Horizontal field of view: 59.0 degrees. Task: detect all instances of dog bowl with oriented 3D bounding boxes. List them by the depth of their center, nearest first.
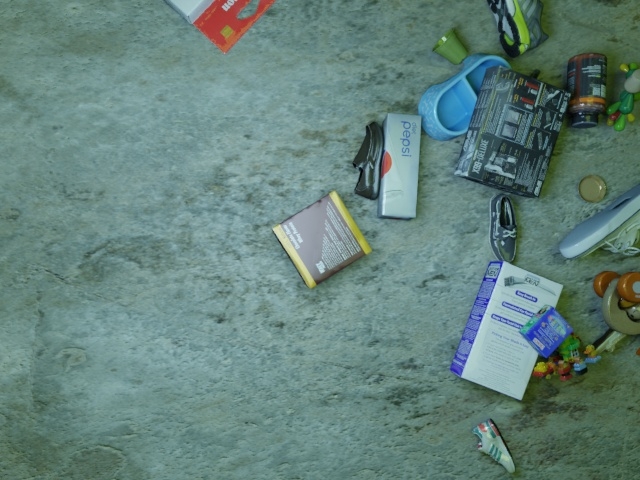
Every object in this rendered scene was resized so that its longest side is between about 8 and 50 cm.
[{"bbox_3d":[0.415,-0.404,1.587,0.297,0.074,0.166,-39,107,-4],"label":"dog bowl"}]

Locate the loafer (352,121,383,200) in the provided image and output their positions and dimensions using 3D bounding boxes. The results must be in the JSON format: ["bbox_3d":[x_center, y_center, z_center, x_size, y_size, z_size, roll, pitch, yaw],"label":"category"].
[{"bbox_3d":[0.129,-0.224,1.576,0.078,0.080,0.220,3,88,-5],"label":"loafer"}]

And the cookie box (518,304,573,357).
[{"bbox_3d":[0.600,0.241,1.509,0.107,0.040,0.092,-43,94,-6],"label":"cookie box"}]

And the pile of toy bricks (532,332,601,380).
[{"bbox_3d":[0.675,0.302,1.548,0.212,0.118,0.105,-14,89,-31],"label":"pile of toy bricks"}]

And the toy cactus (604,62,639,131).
[{"bbox_3d":[0.864,-0.426,1.598,0.112,0.180,0.219,26,81,17],"label":"toy cactus"}]

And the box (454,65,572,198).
[{"bbox_3d":[0.530,-0.292,1.560,0.242,0.076,0.307,13,97,-17],"label":"box"}]

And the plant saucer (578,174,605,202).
[{"bbox_3d":[0.789,-0.150,1.654,0.083,0.015,0.083,0,87,-4],"label":"plant saucer"}]

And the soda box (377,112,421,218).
[{"bbox_3d":[0.217,-0.202,1.576,0.098,0.091,0.286,4,87,-4],"label":"soda box"}]

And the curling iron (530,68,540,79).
[{"bbox_3d":[0.570,-0.369,1.638,0.068,0.035,0.274,24,87,-7],"label":"curling iron"}]

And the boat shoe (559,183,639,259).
[{"bbox_3d":[0.852,-0.019,1.606,0.367,0.136,0.156,-33,93,-15],"label":"boat shoe"}]

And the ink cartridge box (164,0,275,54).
[{"bbox_3d":[-0.268,-0.719,1.575,0.261,0.066,0.296,42,86,-1],"label":"ink cartridge box"}]

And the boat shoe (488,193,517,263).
[{"bbox_3d":[0.521,-0.032,1.605,0.075,0.065,0.206,-6,88,-5],"label":"boat shoe"}]

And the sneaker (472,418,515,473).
[{"bbox_3d":[0.484,0.584,1.589,0.075,0.057,0.161,-27,91,12],"label":"sneaker"}]

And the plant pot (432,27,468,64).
[{"bbox_3d":[0.375,-0.545,1.615,0.079,0.083,0.083,40,85,-14],"label":"plant pot"}]

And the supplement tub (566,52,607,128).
[{"bbox_3d":[0.759,-0.425,1.619,0.106,0.106,0.198,4,88,-4],"label":"supplement tub"}]

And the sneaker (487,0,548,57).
[{"bbox_3d":[0.564,-0.682,1.626,0.121,0.111,0.300,-16,94,-15],"label":"sneaker"}]

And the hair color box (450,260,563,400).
[{"bbox_3d":[0.513,0.244,1.572,0.185,0.110,0.339,22,88,-5],"label":"hair color box"}]

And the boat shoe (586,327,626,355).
[{"bbox_3d":[0.823,0.296,1.621,0.135,0.050,0.045,-40,86,-5],"label":"boat shoe"}]

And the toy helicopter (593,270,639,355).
[{"bbox_3d":[0.966,0.186,1.597,0.355,0.140,0.235,-8,89,-8],"label":"toy helicopter"}]

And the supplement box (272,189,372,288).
[{"bbox_3d":[0.000,0.000,1.533,0.194,0.129,0.191,-32,90,-5],"label":"supplement box"}]
